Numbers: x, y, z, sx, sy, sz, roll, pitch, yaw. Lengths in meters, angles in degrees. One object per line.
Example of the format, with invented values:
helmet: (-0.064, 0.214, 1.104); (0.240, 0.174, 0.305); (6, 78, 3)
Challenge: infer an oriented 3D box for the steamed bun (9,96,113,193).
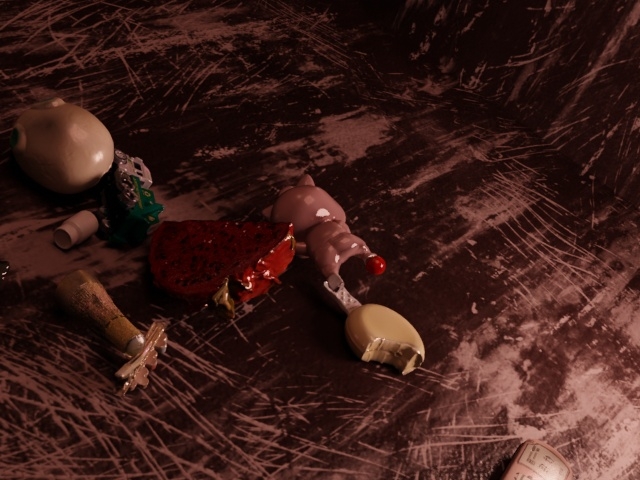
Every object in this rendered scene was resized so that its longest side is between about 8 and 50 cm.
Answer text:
steamed bun: (-0.531, -0.199, 2.098); (0.228, 0.177, 0.131); (32, -14, 28)

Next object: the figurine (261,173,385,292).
figurine: (0.000, 0.000, 2.271); (0.287, 0.176, 0.186); (43, -6, 29)

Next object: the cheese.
cheese: (0.111, 0.171, 2.186); (0.163, 0.071, 0.249); (4, 39, -33)

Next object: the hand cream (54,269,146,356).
hand cream: (-0.377, 0.134, 1.823); (0.203, 0.084, 0.084); (35, 31, 30)

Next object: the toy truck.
toy truck: (-0.390, -0.082, 2.130); (0.116, 0.110, 0.216); (22, 30, -34)

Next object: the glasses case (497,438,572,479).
glasses case: (0.390, 0.480, 1.964); (0.122, 0.075, 0.314); (39, 34, 10)

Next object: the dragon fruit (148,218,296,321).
dragon fruit: (-0.197, 0.078, 2.023); (0.317, 0.152, 0.205); (3, 45, 29)

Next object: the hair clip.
hair clip: (-0.316, 0.212, 1.830); (0.062, 0.056, 0.214); (14, 23, 7)

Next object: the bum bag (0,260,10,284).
bum bag: (-0.679, -0.004, 1.829); (0.326, 0.079, 0.142); (38, 26, 20)

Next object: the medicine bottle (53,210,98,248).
medicine bottle: (-0.475, -0.020, 2.020); (0.052, 0.052, 0.089); (33, 33, 7)
